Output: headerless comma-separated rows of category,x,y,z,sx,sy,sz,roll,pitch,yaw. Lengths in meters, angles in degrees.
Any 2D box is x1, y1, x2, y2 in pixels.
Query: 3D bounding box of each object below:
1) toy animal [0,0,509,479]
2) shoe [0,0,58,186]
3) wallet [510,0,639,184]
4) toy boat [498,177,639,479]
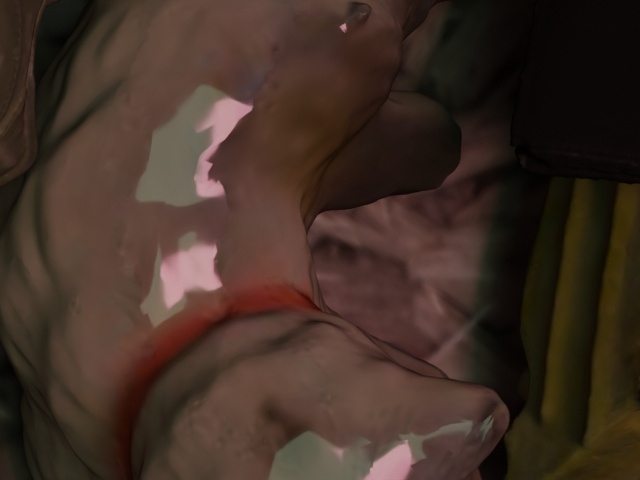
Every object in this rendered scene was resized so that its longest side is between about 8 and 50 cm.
toy animal,0.000,0.000,0.542,0.308,0.188,0.266,-44,99,-7
shoe,-0.141,-0.149,0.515,0.109,0.149,0.293,-3,66,9
wallet,0.157,-0.133,0.589,0.124,0.025,0.244,7,68,17
toy boat,0.148,0.004,0.636,0.111,0.084,0.276,17,88,-38
